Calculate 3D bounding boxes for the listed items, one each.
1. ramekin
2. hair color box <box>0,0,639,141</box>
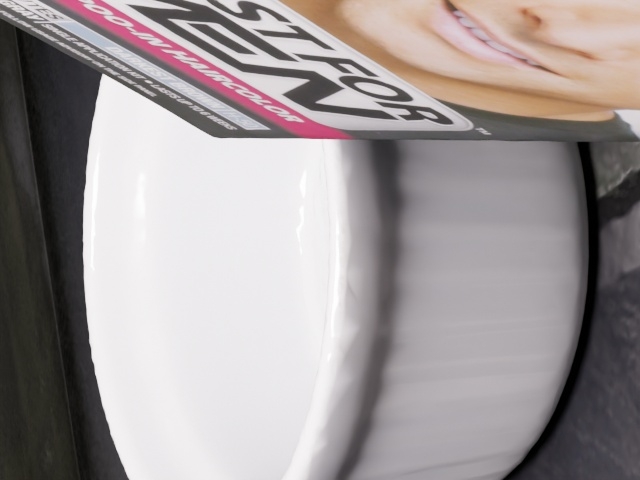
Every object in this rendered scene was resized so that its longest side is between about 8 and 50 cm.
[{"bbox_3d":[0.000,0.000,0.761,0.277,0.135,0.277,1,91,62],"label":"ramekin"},{"bbox_3d":[0.053,-0.109,0.459,0.374,0.185,0.113,3,74,42],"label":"hair color box"}]
